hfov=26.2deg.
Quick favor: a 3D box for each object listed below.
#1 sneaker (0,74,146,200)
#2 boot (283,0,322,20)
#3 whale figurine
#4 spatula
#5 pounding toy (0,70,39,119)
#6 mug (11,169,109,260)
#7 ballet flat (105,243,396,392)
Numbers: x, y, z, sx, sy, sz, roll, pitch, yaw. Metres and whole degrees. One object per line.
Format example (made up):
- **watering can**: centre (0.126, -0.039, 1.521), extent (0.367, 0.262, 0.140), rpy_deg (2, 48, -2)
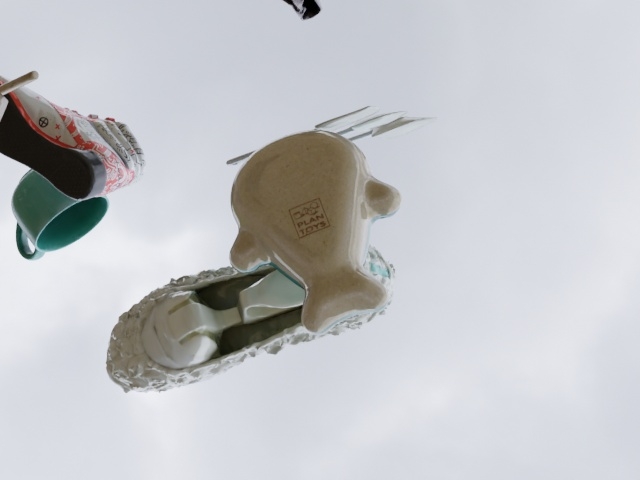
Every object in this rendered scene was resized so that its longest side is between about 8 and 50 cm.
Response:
- **sneaker**: centre (-0.369, -0.154, 1.942), extent (0.270, 0.145, 0.090), rpy_deg (37, -62, 20)
- **boot**: centre (-0.059, -0.422, 1.873), extent (0.090, 0.248, 0.207), rpy_deg (-30, -100, 0)
- **whale figurine**: centre (0.000, 0.000, 1.630), extent (0.216, 0.141, 0.272), rpy_deg (-23, -125, 0)
- **spatula**: centre (0.013, -0.127, 1.758), extent (0.242, 0.168, 0.019), rpy_deg (-18, -97, 35)
- **pounding toy**: centre (-0.443, -0.176, 1.690), extent (0.181, 0.094, 0.206), rpy_deg (-41, -162, 6)
- **mug**: centre (-0.406, -0.052, 2.055), extent (0.158, 0.129, 0.097), rpy_deg (-36, -106, -6)
- **ballet flat**: centre (-0.107, 0.085, 1.763), extent (0.409, 0.147, 0.147), rpy_deg (-20, -123, 9)
